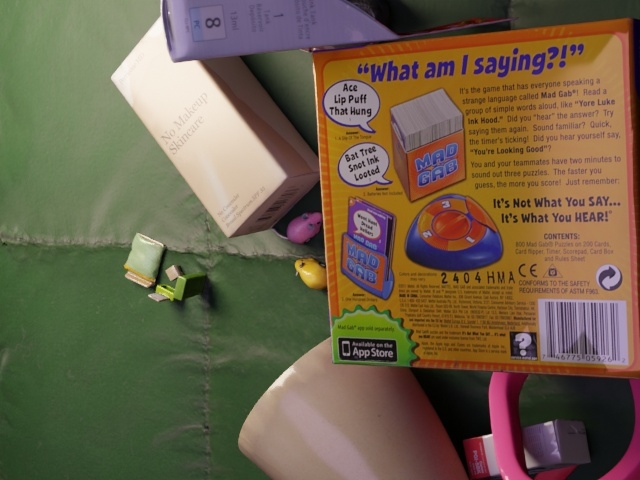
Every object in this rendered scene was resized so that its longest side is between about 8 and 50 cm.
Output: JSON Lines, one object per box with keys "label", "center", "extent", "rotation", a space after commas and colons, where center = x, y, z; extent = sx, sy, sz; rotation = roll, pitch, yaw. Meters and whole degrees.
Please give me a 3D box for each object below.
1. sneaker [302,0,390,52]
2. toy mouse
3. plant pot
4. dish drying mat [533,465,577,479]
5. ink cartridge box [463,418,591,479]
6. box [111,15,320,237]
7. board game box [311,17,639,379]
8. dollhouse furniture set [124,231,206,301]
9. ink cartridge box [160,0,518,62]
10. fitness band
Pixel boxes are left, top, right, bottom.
{"label": "sneaker", "center": [-0.057, -0.313, 1.566], "extent": [0.281, 0.162, 0.106], "rotation": [11, 102, 28]}
{"label": "toy mouse", "center": [0.000, 0.000, 1.653], "extent": [0.161, 0.031, 0.143], "rotation": [36, 112, 21]}
{"label": "plant pot", "center": [0.075, 0.295, 1.505], "extent": [0.274, 0.256, 0.256], "rotation": [46, 116, 23]}
{"label": "dish drying mat", "center": [0.324, 0.303, 1.527], "extent": [0.032, 0.008, 0.083], "rotation": [44, 114, 18]}
{"label": "ink cartridge box", "center": [0.272, 0.277, 1.492], "extent": [0.135, 0.099, 0.056], "rotation": [-20, 70, 33]}
{"label": "box", "center": [-0.150, -0.171, 1.662], "extent": [0.148, 0.121, 0.311], "rotation": [-46, 75, 27]}
{"label": "board game box", "center": [0.238, -0.056, 1.325], "extent": [0.356, 0.356, 0.356], "rotation": [0, 97, 29]}
{"label": "dollhouse furniture set", "center": [-0.259, 0.050, 1.789], "extent": [0.151, 0.058, 0.076], "rotation": [24, 107, 24]}
{"label": "ink cartridge box", "center": [0.017, -0.280, 1.362], "extent": [0.384, 0.308, 0.091], "rotation": [-7, 101, 0]}
{"label": "fitness band", "center": [0.309, 0.209, 1.385], "extent": [0.209, 0.291, 0.054], "rotation": [-22, 127, 20]}
